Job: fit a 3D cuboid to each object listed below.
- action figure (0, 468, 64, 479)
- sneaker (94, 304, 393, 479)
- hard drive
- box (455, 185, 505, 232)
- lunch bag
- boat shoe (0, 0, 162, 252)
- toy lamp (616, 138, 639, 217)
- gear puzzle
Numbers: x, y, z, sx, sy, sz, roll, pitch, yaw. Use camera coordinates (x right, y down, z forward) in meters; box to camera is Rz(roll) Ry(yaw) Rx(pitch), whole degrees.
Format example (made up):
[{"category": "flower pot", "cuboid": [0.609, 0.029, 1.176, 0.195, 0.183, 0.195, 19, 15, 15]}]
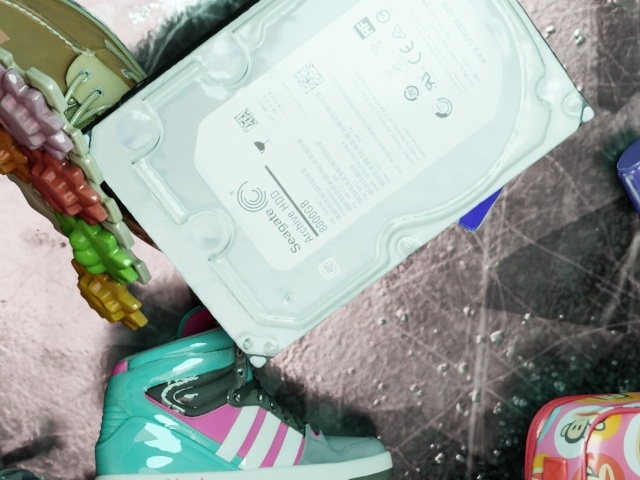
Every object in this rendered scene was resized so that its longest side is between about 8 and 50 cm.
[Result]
[{"category": "action figure", "cuboid": [-0.245, 0.274, 1.256, 0.275, 0.141, 0.164, -2, 105, -12]}, {"category": "sneaker", "cuboid": [-0.067, 0.141, 1.265, 0.295, 0.124, 0.178, 4, 77, -37]}, {"category": "hard drive", "cuboid": [0.012, -0.091, 1.117, 0.339, 0.064, 0.237, -36, 104, 2]}, {"category": "box", "cuboid": [0.079, -0.077, 1.227, 0.137, 0.126, 0.072, 28, 96, -14]}, {"category": "lunch bag", "cuboid": [0.285, 0.287, 1.302, 0.258, 0.120, 0.293, 2, 88, -29]}, {"category": "boat shoe", "cuboid": [-0.179, -0.096, 1.184, 0.324, 0.120, 0.122, 39, 96, -16]}, {"category": "toy lamp", "cuboid": [0.377, 0.012, 1.324, 0.080, 0.080, 0.274, -44, 109, 3]}, {"category": "gear puzzle", "cuboid": [-0.222, -0.032, 1.145, 0.044, 0.175, 0.339, -45, 145, -21]}]
